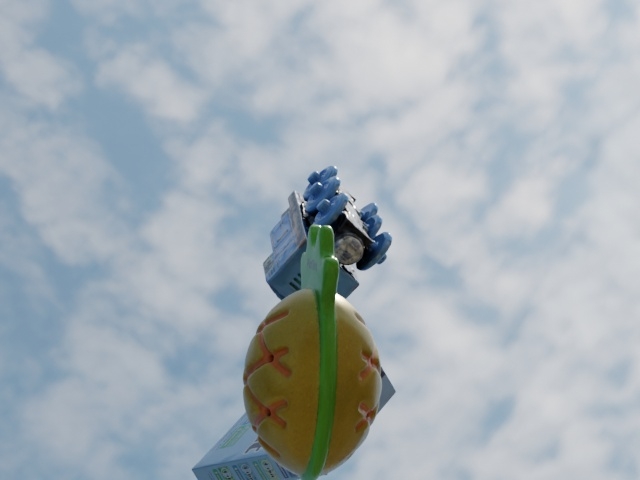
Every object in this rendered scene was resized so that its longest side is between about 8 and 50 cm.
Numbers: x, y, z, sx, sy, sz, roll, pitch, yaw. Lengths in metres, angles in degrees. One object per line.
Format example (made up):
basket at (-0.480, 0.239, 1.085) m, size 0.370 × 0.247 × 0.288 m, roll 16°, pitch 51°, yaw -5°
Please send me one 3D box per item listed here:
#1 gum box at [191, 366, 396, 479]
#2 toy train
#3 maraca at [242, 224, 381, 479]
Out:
gum box at (-0.029, 0.209, 1.801) m, size 0.157 × 0.184 × 0.041 m, roll -44°, pitch -71°, yaw -46°
toy train at (0.000, 0.000, 1.458) m, size 0.080 × 0.184 × 0.105 m, roll 42°, pitch -82°, yaw -15°
maraca at (-0.005, 0.081, 1.180) m, size 0.099 × 0.127 × 0.186 m, roll 3°, pitch -89°, yaw -14°
